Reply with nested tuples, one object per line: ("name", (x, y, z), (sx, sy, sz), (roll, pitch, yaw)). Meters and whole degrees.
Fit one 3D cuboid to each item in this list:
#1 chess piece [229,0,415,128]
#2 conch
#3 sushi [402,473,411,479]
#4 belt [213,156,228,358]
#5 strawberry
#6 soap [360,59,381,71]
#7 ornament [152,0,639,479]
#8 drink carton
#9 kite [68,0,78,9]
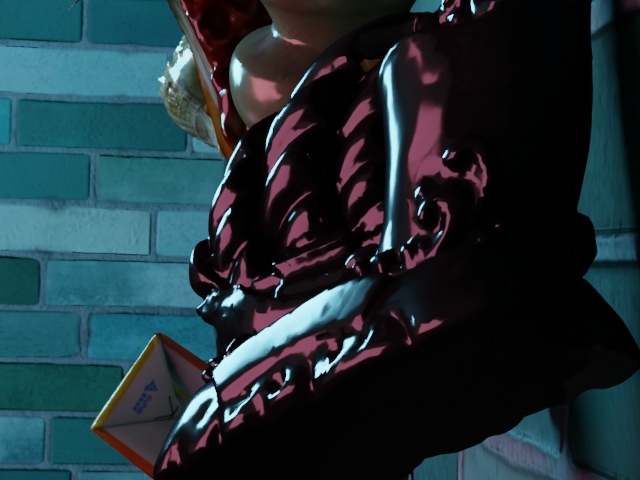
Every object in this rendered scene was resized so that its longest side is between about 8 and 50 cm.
("chess piece", (0.009, -0.125, 1.091), (0.182, 0.182, 0.330), (-101, 9, -65))
("conch", (-0.086, -0.157, 2.037), (0.245, 0.163, 0.178), (58, 178, 21))
("sushi", (0.043, 0.211, 1.252), (0.126, 0.026, 0.120), (104, 167, -62))
("belt", (-0.057, 0.030, 1.849), (0.206, 0.116, 0.267), (93, 178, -57))
("strawberry", (-0.031, -0.141, 1.530), (0.265, 0.149, 0.336), (79, 172, -51))
("soap", (0.052, -0.012, 0.922), (0.252, 0.092, 0.037), (-95, -5, -47))
("ornament", (0.029, -0.033, 0.777), (0.251, 0.106, 0.260), (-32, 47, 42))
("drink carton", (-0.106, 0.187, 1.713), (0.111, 0.154, 0.351), (-54, -8, -5))
("kite", (-0.089, -0.306, 1.498), (0.377, 0.013, 0.327), (-38, 7, 23))
